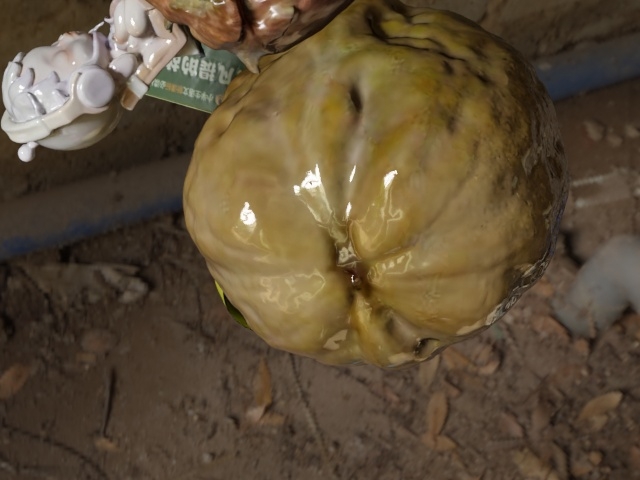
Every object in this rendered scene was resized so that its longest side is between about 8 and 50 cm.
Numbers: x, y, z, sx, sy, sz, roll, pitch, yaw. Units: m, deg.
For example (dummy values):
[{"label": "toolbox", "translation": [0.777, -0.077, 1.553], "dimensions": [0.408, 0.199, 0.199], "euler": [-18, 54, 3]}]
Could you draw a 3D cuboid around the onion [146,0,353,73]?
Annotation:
[{"label": "onion", "translation": [-0.004, -0.292, 0.563], "dimensions": [0.353, 0.353, 0.354], "euler": [7, 57, -10]}]

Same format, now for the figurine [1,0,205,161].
[{"label": "figurine", "translation": [-0.241, -0.180, 1.199], "dimensions": [0.141, 0.237, 0.162], "euler": [46, 13, -28]}]

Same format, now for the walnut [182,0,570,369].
[{"label": "walnut", "translation": [0.053, -0.057, 0.986], "dimensions": [0.306, 0.306, 0.344], "euler": [24, 26, 2]}]

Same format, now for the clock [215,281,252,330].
[{"label": "clock", "translation": [-0.001, -0.002, 1.430], "dimensions": [0.277, 0.293, 0.071], "euler": [-27, 52, -6]}]

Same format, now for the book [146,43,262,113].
[{"label": "book", "translation": [-0.126, -0.290, 1.433], "dimensions": [0.202, 0.264, 0.027], "euler": [19, 13, 29]}]
